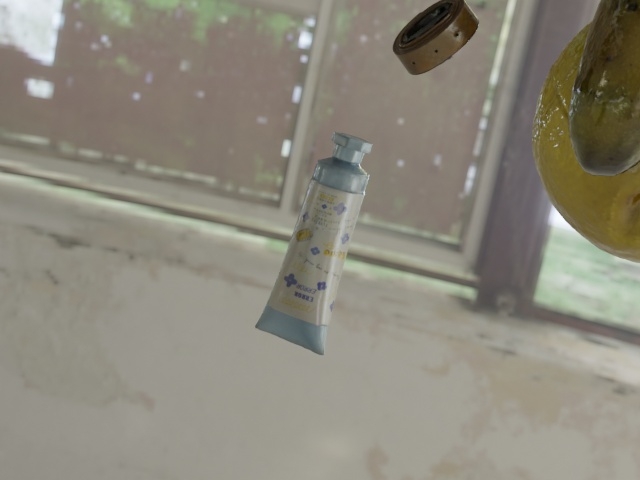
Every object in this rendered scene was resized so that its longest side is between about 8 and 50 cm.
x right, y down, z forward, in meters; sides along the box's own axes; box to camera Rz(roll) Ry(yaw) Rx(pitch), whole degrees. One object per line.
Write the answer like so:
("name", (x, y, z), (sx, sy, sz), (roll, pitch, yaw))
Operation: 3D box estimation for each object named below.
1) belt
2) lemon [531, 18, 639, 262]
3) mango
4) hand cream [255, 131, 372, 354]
("belt", (0.108, -0.197, 1.400), (0.036, 0.083, 0.059), (48, -172, -34))
("lemon", (0.376, -0.117, 1.628), (0.297, 0.297, 0.297), (11, -165, -3))
("mango", (0.334, -0.208, 1.399), (0.175, 0.176, 0.329), (16, -132, 44))
("hand cream", (0.000, 0.000, 1.153), (0.065, 0.171, 0.043), (21, -173, 25))
